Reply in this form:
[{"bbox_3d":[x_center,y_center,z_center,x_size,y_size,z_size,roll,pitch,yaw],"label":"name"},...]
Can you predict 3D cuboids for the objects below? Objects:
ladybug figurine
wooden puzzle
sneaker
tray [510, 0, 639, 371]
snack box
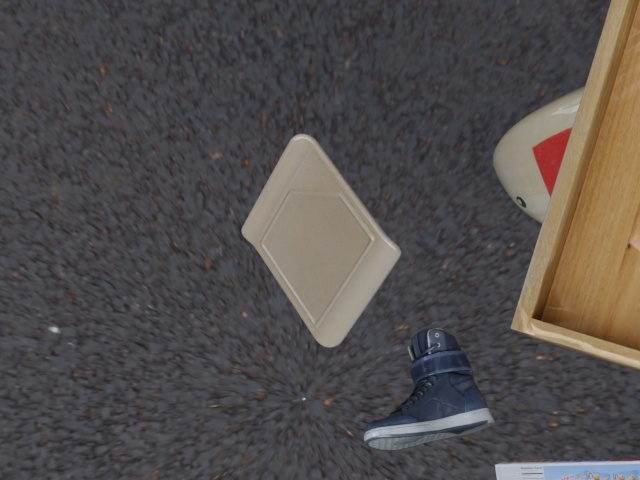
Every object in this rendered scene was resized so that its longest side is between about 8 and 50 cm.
[{"bbox_3d":[0.463,-0.127,1.659,0.449,0.305,0.162,-21,67,32],"label":"ladybug figurine"},{"bbox_3d":[0.000,0.000,1.679,0.044,0.221,0.239,-14,56,-43],"label":"wooden puzzle"},{"bbox_3d":[0.140,0.219,1.743,0.226,0.086,0.163,-5,69,-35],"label":"sneaker"},{"bbox_3d":[0.317,-0.091,0.956,0.202,0.076,0.411,16,86,20],"label":"tray"},{"bbox_3d":[0.268,0.261,1.223,0.178,0.022,0.064,-10,86,37],"label":"snack box"}]
